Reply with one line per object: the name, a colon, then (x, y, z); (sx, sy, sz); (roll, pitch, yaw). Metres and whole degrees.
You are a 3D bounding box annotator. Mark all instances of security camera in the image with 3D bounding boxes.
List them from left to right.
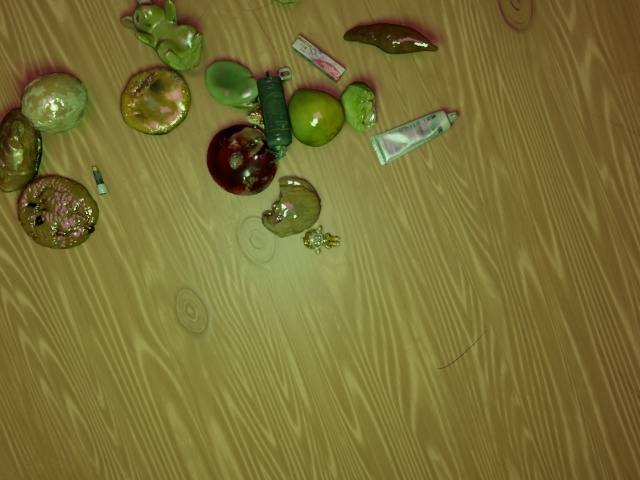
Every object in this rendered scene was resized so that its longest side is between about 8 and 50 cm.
security camera: (-0.155, -0.631, 1.865); (0.092, 0.058, 0.058); (-21, 94, -10)

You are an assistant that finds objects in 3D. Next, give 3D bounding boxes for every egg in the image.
egg: (-0.951, -0.498, 1.755); (0.204, 0.203, 0.245); (32, 69, -4)

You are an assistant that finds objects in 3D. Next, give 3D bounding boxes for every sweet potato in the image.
sweet potato: (0.271, -0.761, 1.848); (0.360, 0.112, 0.112); (18, 92, 14)

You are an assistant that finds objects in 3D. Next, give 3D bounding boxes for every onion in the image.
onion: (-0.289, -0.301, 1.800); (0.273, 0.195, 0.271); (0, 94, -5)

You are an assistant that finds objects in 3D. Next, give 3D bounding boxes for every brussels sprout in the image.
brussels sprout: (0.144, -0.507, 1.841); (0.146, 0.183, 0.131); (34, 59, 29)

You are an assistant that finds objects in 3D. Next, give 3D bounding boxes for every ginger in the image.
ginger: (-1.101, -0.327, 1.779); (0.165, 0.173, 0.320); (16, 89, -43)

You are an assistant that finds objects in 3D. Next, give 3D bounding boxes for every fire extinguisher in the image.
fire extinguisher: (-0.166, -0.432, 1.766); (0.115, 0.095, 0.310); (-9, 85, -33)

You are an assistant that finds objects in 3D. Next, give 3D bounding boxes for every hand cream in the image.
hand cream: (0.369, -0.414, 1.900); (0.341, 0.078, 0.124); (-24, 95, 6)

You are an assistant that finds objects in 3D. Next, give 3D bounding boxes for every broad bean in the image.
broad bean: (-0.327, -0.579, 1.839); (0.169, 0.100, 0.228); (-44, 84, -4)

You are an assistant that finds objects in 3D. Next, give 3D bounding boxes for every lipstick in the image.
lipstick: (-0.841, -0.231, 1.858); (0.037, 0.037, 0.115); (-18, 90, -2)

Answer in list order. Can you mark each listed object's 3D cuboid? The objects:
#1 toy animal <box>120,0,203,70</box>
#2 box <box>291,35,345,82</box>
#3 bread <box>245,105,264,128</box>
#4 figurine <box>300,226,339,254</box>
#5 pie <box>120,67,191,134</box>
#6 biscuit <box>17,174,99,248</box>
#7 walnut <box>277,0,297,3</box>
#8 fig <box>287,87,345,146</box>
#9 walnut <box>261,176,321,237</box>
toy animal: (-0.596, -0.778, 1.766); (0.363, 0.180, 0.181); (44, 84, -5)
box: (-0.008, -0.692, 1.871); (0.218, 0.039, 0.055); (37, 90, -4)
bread: (-0.197, -0.486, 1.857); (0.155, 0.054, 0.135); (22, 88, -29)
figurine: (0.002, -0.005, 1.899); (0.143, 0.068, 0.101); (-21, 98, -14)
pie: (-0.620, -0.523, 1.835); (0.274, 0.069, 0.273); (0, 92, -4)
biscuit: (-0.991, -0.105, 1.836); (0.296, 0.075, 0.295); (0, 94, -3)
walnut: (-0.134, -0.960, 1.801); (0.156, 0.155, 0.184); (-32, 89, -1)
fig: (-0.028, -0.455, 1.811); (0.230, 0.207, 0.207); (29, 92, 35)
walnut: (-0.099, -0.116, 1.850); (0.204, 0.141, 0.238); (25, 94, -8)
